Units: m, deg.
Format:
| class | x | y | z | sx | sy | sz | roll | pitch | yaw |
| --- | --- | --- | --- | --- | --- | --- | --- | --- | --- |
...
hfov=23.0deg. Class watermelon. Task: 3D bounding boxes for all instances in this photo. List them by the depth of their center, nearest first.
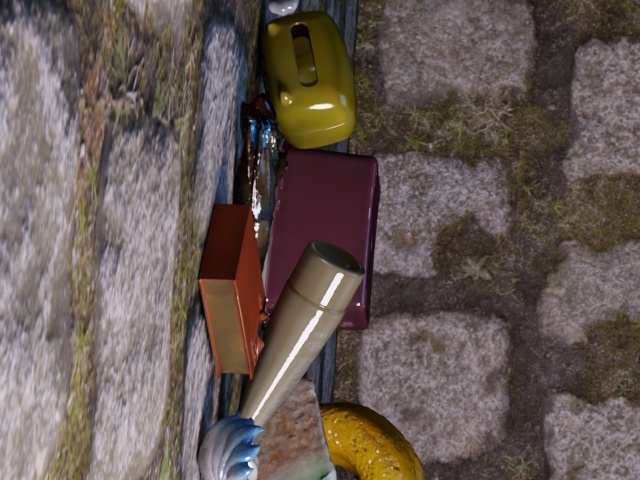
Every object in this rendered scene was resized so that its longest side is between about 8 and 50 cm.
| class | x | y | z | sx | sy | sz | roll | pitch | yaw |
| --- | --- | --- | --- | --- | --- | --- | --- | --- | --- |
| watermelon | -0.041 | 0.320 | 2.258 | 0.264 | 0.151 | 0.302 | 77 | 18 | -71 |

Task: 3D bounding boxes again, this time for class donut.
| class | x | y | z | sx | sy | sz | roll | pitch | yaw |
| --- | --- | --- | --- | --- | --- | --- | --- | --- | --- |
| donut | 0.022 | 0.380 | 2.423 | 0.108 | 0.277 | 0.278 | 47 | 47 | -74 |

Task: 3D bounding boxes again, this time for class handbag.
| class | x | y | z | sx | sy | sz | roll | pitch | yaw |
| --- | --- | --- | --- | --- | --- | --- | --- | --- | --- |
| handbag | -0.105 | 0.065 | 1.900 | 0.190 | 0.062 | 0.127 | 83 | 12 | -47 |

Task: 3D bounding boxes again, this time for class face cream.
| class | x | y | z | sx | sy | sz | roll | pitch | yaw |
| --- | --- | --- | --- | --- | --- | --- | --- | --- | --- |
| face cream | -0.055 | 0.163 | 2.001 | 0.341 | 0.084 | 0.137 | -61 | -177 | 17 |

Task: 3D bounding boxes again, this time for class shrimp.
| class | x | y | z | sx | sy | sz | roll | pitch | yaw |
| --- | --- | --- | --- | --- | --- | --- | --- | --- | --- |
| shrimp | -0.076 | -0.092 | 2.084 | 0.222 | 0.054 | 0.290 | -78 | 173 | -52 |

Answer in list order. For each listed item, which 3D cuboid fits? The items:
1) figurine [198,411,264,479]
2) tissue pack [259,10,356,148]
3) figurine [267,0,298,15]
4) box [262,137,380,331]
| class | x | y | z | sx | sy | sz | roll | pitch | yaw |
| --- | --- | --- | --- | --- | --- | --- | --- | --- | --- |
| figurine | -0.106 | 0.255 | 1.894 | 0.114 | 0.079 | 0.114 | -61 | -167 | 25 |
| tissue pack | -0.018 | -0.225 | 2.144 | 0.127 | 0.123 | 0.178 | 68 | 11 | -66 |
| figurine | -0.039 | -0.403 | 1.856 | 0.193 | 0.140 | 0.265 | -54 | 169 | -34 |
| box | 0.000 | 0.000 | 2.395 | 0.193 | 0.167 | 0.294 | 70 | 24 | -73 |
